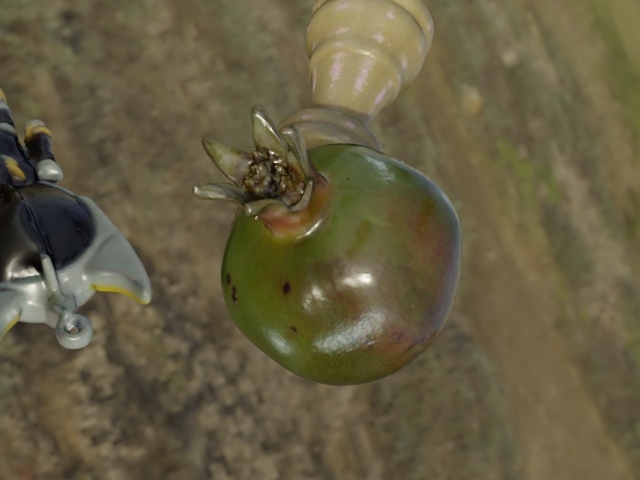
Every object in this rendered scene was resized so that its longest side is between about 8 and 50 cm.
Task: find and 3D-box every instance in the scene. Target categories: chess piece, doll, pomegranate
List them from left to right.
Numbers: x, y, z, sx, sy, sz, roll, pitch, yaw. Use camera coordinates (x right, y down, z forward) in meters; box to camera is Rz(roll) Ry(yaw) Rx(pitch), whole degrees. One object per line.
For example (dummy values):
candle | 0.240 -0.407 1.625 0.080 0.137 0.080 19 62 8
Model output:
doll | -0.273 -0.016 1.743 0.145 0.103 0.316 -2 46 -34
chess piece | 0.000 -0.069 1.721 0.117 0.117 0.397 57 37 -35
pomegranate | 0.000 0.000 1.413 0.224 0.181 0.181 46 27 -46
